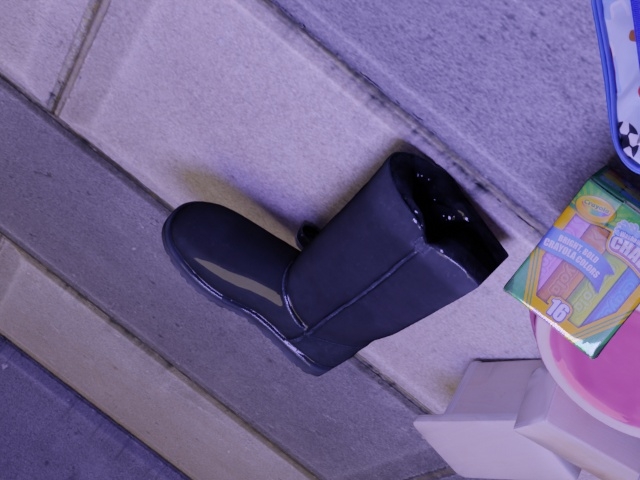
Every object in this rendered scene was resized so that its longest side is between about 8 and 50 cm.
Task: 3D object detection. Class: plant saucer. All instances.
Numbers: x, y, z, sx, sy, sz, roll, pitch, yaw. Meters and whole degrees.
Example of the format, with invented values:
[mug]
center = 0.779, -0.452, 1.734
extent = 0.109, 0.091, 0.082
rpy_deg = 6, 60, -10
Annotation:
[plant saucer]
center = 0.402, 0.135, 1.494
extent = 0.332, 0.084, 0.332
rpy_deg = 27, 140, 25

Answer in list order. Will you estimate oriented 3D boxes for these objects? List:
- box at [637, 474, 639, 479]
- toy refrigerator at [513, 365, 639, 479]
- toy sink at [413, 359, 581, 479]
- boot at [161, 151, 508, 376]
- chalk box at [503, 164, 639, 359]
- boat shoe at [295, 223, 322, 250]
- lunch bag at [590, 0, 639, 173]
[box]
center = 0.540, 0.308, 1.568
extent = 0.119, 0.182, 0.181
rpy_deg = 41, 152, -15
[toy refrigerator]
center = 0.420, 0.285, 1.700
extent = 0.270, 0.102, 0.094
rpy_deg = 30, 154, -13
[toy sink]
center = 0.292, 0.280, 1.852
extent = 0.234, 0.131, 0.153
rpy_deg = -12, 127, 48
[boot]
center = 0.002, 0.001, 1.680
extent = 0.367, 0.146, 0.445
rpy_deg = 38, 147, -10
[chalk box]
center = 0.328, 0.003, 1.326
extent = 0.132, 0.132, 0.213
rpy_deg = 39, 108, 12
[boat shoe]
center = 0.021, 0.023, 1.841
extent = 0.142, 0.049, 0.040
rpy_deg = 32, 152, 10
[lunch bag]
center = 0.329, -0.192, 0.959
extent = 0.243, 0.115, 0.303
rpy_deg = -5, 95, 47
